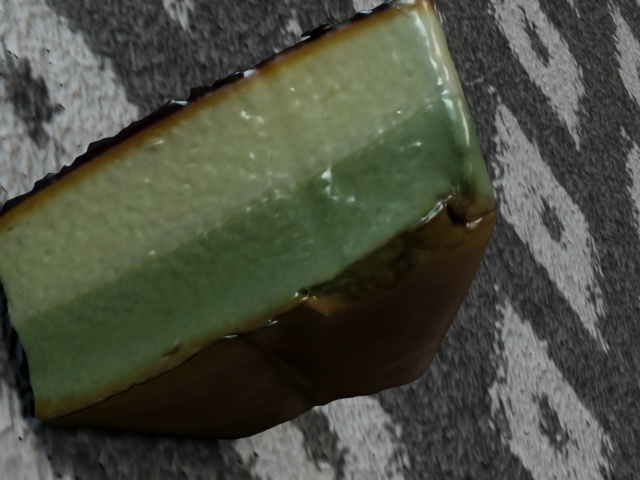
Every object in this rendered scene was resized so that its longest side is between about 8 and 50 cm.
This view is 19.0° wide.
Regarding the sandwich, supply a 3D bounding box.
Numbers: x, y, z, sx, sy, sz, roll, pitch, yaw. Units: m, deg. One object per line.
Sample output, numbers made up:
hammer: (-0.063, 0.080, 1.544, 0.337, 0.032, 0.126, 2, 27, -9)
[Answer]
sandwich: (0.000, 0.000, 0.816, 0.186, 0.220, 0.108, 15, 52, -61)
